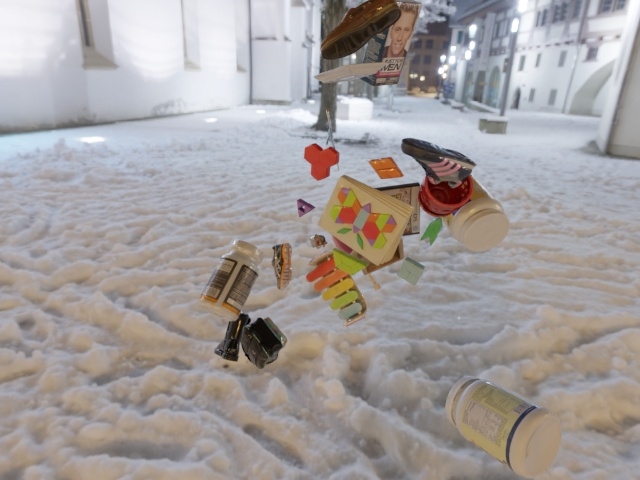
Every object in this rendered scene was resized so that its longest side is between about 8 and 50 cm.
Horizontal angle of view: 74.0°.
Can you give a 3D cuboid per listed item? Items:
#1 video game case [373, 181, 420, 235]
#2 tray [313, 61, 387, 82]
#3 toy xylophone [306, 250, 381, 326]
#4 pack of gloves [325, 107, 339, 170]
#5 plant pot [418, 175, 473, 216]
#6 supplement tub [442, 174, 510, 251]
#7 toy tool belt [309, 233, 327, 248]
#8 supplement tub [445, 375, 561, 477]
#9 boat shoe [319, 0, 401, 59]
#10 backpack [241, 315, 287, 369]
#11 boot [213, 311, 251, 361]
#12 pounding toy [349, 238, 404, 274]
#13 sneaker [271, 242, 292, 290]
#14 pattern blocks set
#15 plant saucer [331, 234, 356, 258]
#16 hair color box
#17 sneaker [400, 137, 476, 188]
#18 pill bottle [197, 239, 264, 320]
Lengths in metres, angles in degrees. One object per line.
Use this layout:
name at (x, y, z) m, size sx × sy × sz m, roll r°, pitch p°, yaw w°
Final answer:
video game case at (0.299, -0.122, 1.861) m, size 0.275 × 0.248 × 0.035 m, roll -7°, pitch 33°, yaw 1°
tray at (0.090, -0.548, 1.396) m, size 0.145 × 0.030 × 0.270 m, roll -14°, pitch 18°, yaw -20°
toy xylophone at (0.097, 0.176, 1.747) m, size 0.322 × 0.236 × 0.081 m, roll 53°, pitch 25°, yaw 10°
pack of gloves at (0.043, -0.480, 2.038) m, size 0.046 × 0.232 × 0.194 m, roll -10°, pitch 56°, yaw 5°
plant pot at (0.486, -0.193, 1.697) m, size 0.192 × 0.190 × 0.174 m, roll 1°, pitch -15°, yaw -4°
supplement tub at (0.662, -0.130, 1.894) m, size 0.242 × 0.240 × 0.331 m, roll -3°, pitch 38°, yaw -12°
toy tool belt at (0.000, 0.000, 1.431) m, size 0.051 × 0.052 × 0.083 m, roll -15°, pitch 9°, yaw -19°
supplement tub at (0.631, 0.636, 1.494) m, size 0.236 × 0.235 × 0.325 m, roll -10°, pitch 12°, yaw -28°
boat shoe at (0.127, -0.753, 1.495) m, size 0.308 × 0.104 × 0.111 m, roll -26°, pitch -15°, yaw 9°
backpack at (-0.224, 0.400, 1.644) m, size 0.166 × 0.188 × 0.145 m, roll 43°, pitch 44°, yaw 19°
boot at (-0.381, 0.408, 1.853) m, size 0.094 × 0.206 × 0.246 m, roll 19°, pitch -14°, yaw -19°
pounding toy at (0.123, 0.009, 1.155) m, size 0.181 × 0.206 × 0.094 m, roll -23°, pitch 62°, yaw 2°
sneaker at (-0.178, 0.116, 1.895) m, size 0.083 × 0.214 × 0.084 m, roll 1°, pitch -6°, yaw 21°
pattern blocks set at (0.090, -0.047, 0.906) m, size 0.325 × 0.285 × 0.026 m, roll 21°, pitch 30°, yaw 21°
plant saucer at (0.208, -0.051, 2.249) m, size 0.333 × 0.331 × 0.084 m, roll -4°, pitch -11°, yaw -15°
hair color box at (0.302, -0.868, 1.862) m, size 0.174 × 0.346 × 0.105 m, roll -21°, pitch 50°, yaw -36°
sneaker at (0.393, -0.258, 1.472) m, size 0.320 × 0.131 × 0.112 m, roll 12°, pitch 34°, yaw -25°
pill bottle at (-0.327, 0.148, 1.588) m, size 0.162 × 0.162 × 0.278 m, roll 13°, pitch 65°, yaw 26°
